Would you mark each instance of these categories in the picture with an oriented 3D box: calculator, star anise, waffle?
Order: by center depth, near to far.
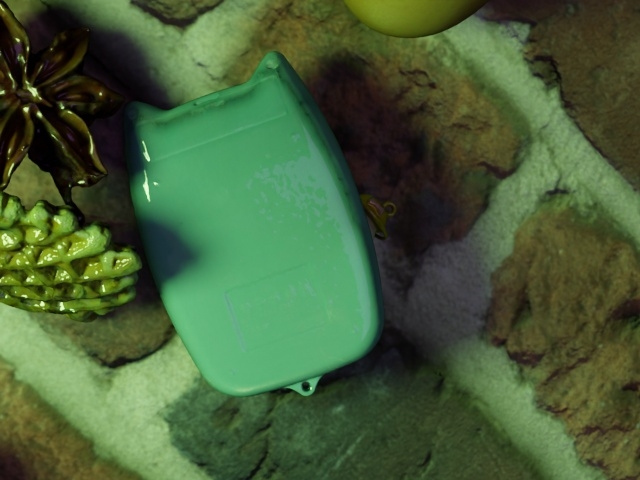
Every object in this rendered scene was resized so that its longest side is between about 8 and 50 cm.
[{"bbox_3d":[-0.303,0.025,1.253,0.223,0.204,0.054,21,54,-18],"label":"waffle"},{"bbox_3d":[-0.320,-0.142,1.259,0.190,0.125,0.220,26,65,-31],"label":"star anise"},{"bbox_3d":[-0.075,-0.005,1.330,0.256,0.054,0.386,-19,92,3],"label":"calculator"}]

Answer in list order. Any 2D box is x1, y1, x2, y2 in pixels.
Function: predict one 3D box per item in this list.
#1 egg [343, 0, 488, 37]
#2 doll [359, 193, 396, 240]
[{"bbox_3d":[0.127,-0.385,1.310,0.250,0.250,0.323,17,98,-19],"label":"egg"},{"bbox_3d":[0.000,0.000,1.402,0.207,0.081,0.129,-24,86,-15],"label":"doll"}]
